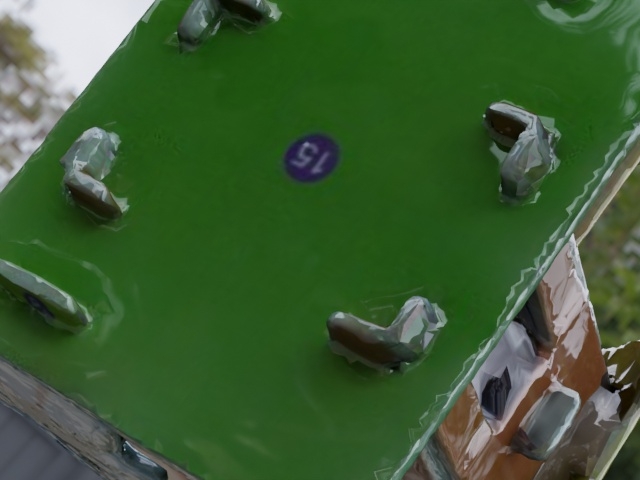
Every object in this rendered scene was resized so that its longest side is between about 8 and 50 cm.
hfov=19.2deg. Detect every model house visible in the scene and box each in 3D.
[{"bbox_3d":[0.000,0.000,0.842,0.340,0.300,0.323,26,-21,29],"label":"model house"}]
